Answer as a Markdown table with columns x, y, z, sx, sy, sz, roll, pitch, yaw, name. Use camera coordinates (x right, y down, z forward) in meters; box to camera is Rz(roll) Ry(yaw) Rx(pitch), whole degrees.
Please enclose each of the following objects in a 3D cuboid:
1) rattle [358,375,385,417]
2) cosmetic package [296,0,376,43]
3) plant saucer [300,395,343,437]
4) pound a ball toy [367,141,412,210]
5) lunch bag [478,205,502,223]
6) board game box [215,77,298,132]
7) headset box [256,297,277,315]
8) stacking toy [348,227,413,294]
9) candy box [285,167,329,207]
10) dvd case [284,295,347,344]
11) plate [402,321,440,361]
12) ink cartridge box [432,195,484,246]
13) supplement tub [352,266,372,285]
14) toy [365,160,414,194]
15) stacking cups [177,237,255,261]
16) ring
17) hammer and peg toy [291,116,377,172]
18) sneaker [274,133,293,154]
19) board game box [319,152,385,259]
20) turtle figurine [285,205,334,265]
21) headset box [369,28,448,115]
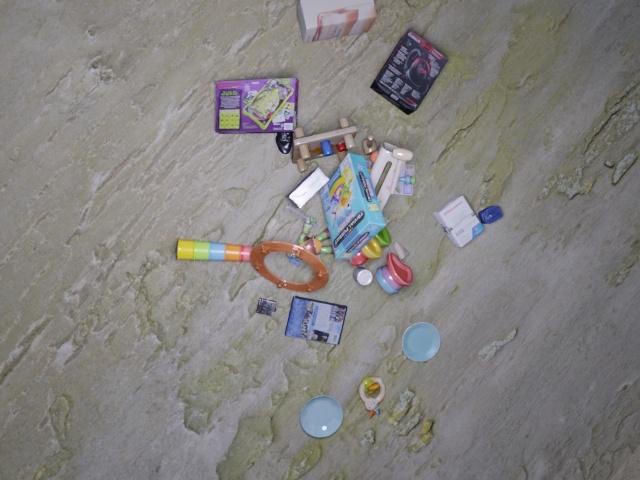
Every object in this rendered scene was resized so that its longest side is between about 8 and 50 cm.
| x | y | z | sx | sy | sz | roll | pitch | yaw | name |
| --- | --- | --- | --- | --- | --- | --- | --- | --- | --- |
| 0.250 | 0.725 | 1.874 | 0.130 | 0.142 | 0.200 | 3 | 88 | -27 | rattle |
| 0.062 | -0.922 | 1.709 | 0.296 | 0.153 | 0.129 | -13 | 95 | -6 | cosmetic package |
| 0.004 | 0.790 | 1.889 | 0.194 | 0.037 | 0.195 | -1 | 95 | -8 | plant saucer |
| 0.243 | -0.263 | 1.695 | 0.135 | 0.208 | 0.319 | 20 | 120 | -4 | pound a ball toy |
| 0.788 | -0.119 | 1.921 | 0.098 | 0.065 | 0.067 | -29 | 98 | -5 | lunch bag |
| -0.258 | -0.536 | 1.673 | 0.346 | 0.056 | 0.208 | 4 | 99 | 17 | board game box |
| -0.232 | 0.290 | 1.818 | 0.083 | 0.032 | 0.062 | 15 | 92 | -8 | headset box |
| 0.250 | 0.074 | 1.797 | 0.309 | 0.279 | 0.130 | 44 | 120 | -13 | stacking toy |
| -0.058 | -0.214 | 1.722 | 0.165 | 0.196 | 0.070 | -45 | 100 | -3 | candy box |
| -0.018 | 0.356 | 1.861 | 0.253 | 0.022 | 0.180 | 12 | 92 | -9 | dvd case |
| 0.466 | 0.469 | 1.940 | 0.188 | 0.024 | 0.188 | -1 | 94 | -8 | plate |
| 0.625 | -0.087 | 1.891 | 0.139 | 0.082 | 0.191 | -36 | 97 | -5 | ink cartridge box |
| 0.183 | 0.155 | 1.831 | 0.071 | 0.107 | 0.071 | -1 | 95 | -9 | supplement tub |
| 0.304 | -0.278 | 1.842 | 0.237 | 0.056 | 0.137 | 4 | 92 | -9 | toy |
| -0.428 | 0.041 | 1.741 | 0.316 | 0.096 | 0.096 | 1 | 94 | -10 | stacking cups |
| -0.130 | 0.119 | 1.694 | 0.336 | 0.336 | 0.032 | 25 | 54 | -9 | ring |
| 0.060 | -0.399 | 1.692 | 0.361 | 0.266 | 0.127 | -15 | 85 | -6 | hammer and peg toy |
| -0.150 | -0.469 | 1.727 | 0.079 | 0.121 | 0.217 | 0 | 94 | -8 | sneaker |
| 0.115 | -0.133 | 1.648 | 0.079 | 0.254 | 0.336 | 6 | 55 | -29 | board game box |
| 0.000 | 0.000 | 1.731 | 0.266 | 0.198 | 0.275 | -12 | 131 | -22 | turtle figurine |
| 0.387 | -0.730 | 1.792 | 0.218 | 0.110 | 0.293 | 32 | 89 | -10 | headset box |
